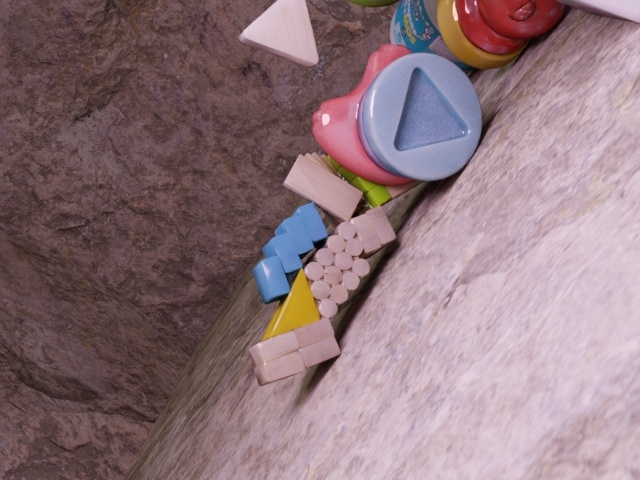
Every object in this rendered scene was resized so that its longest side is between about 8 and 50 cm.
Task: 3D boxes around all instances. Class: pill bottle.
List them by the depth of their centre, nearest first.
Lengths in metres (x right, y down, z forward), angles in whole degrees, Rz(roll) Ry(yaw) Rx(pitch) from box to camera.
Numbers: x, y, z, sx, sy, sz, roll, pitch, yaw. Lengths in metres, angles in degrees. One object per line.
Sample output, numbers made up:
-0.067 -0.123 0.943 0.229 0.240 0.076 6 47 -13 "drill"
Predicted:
0.191 -0.311 1.120 0.146 0.146 0.264 -57 6 -9 "pill bottle"

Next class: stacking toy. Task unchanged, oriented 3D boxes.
0.098 -0.229 0.871 0.309 0.279 0.130 -56 16 -12 "stacking toy"

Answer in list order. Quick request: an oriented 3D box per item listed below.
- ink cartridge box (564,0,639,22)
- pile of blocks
0.153 -0.317 0.670 0.198 0.270 0.197 -73 3 -72 "ink cartridge box"
0.000 0.000 0.948 0.362 0.149 0.112 -59 7 -24 "pile of blocks"
